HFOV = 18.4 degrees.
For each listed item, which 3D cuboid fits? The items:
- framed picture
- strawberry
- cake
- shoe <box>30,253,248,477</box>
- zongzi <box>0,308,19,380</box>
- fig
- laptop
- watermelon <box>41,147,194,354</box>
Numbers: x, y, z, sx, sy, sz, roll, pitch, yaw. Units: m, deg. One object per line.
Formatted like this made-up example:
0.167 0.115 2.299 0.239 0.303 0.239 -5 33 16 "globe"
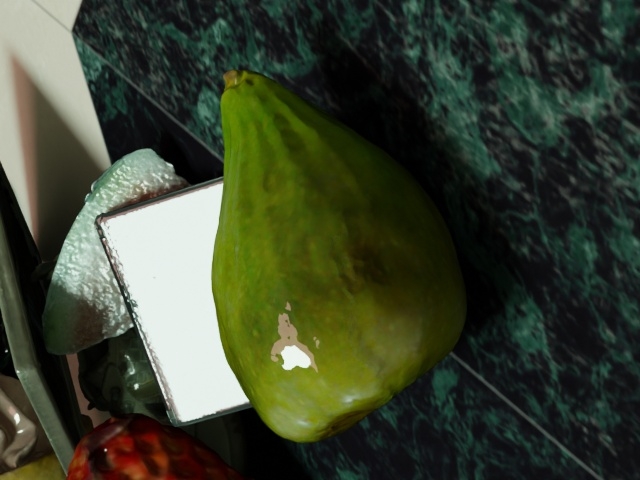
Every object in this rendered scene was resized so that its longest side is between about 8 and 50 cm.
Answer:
-0.246 0.058 1.675 0.240 0.020 0.324 76 174 -48 "framed picture"
-0.108 0.248 1.564 0.244 0.205 0.205 58 151 -2 "strawberry"
-0.302 0.205 1.782 0.208 0.185 0.178 -28 94 27 "cake"
-0.148 0.116 1.655 0.275 0.098 0.103 64 154 0 "shoe"
-0.354 0.176 1.938 0.362 0.319 0.383 49 167 14 "zongzi"
0.010 0.012 1.272 0.167 0.167 0.233 129 145 -58 "fig"
-0.091 0.048 1.524 0.129 0.016 0.180 -17 100 23 "laptop"
-0.156 0.016 1.569 0.180 0.081 0.094 -47 68 17 "watermelon"
